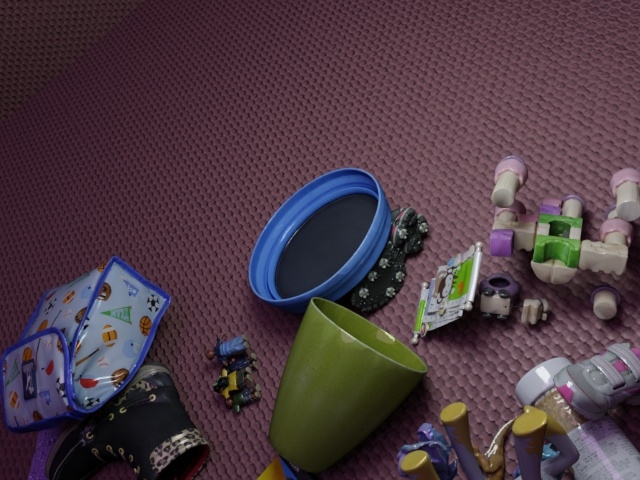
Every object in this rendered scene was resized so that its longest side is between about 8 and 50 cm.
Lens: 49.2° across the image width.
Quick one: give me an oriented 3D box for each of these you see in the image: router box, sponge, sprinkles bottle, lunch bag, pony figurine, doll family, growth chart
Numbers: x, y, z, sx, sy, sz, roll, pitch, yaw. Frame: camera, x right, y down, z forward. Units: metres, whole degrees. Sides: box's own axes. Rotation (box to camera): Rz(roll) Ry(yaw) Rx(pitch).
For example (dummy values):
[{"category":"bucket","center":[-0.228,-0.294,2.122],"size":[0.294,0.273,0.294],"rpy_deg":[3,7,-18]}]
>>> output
[{"category":"router box","center":[-0.055,0.537,1.435],"size":[0.133,0.046,0.179],"rpy_deg":[-48,51,-6]},{"category":"sponge","center":[-0.677,0.573,1.756],"size":[0.117,0.031,0.210],"rpy_deg":[-12,55,21]},{"category":"sprinkles bottle","center":[0.481,0.373,1.202],"size":[0.121,0.121,0.355],"rpy_deg":[-34,51,5]},{"category":"lunch bag","center":[-0.595,0.269,1.698],"size":[0.328,0.239,0.385],"rpy_deg":[-22,40,38]},{"category":"pony figurine","center":[0.275,0.427,1.078],"size":[0.351,0.363,0.302],"rpy_deg":[-26,20,22]},{"category":"doll family","center":[-0.211,0.310,1.650],"size":[0.111,0.076,0.193],"rpy_deg":[-25,47,18]},{"category":"growth chart","center":[0.266,0.109,1.466],"size":[0.237,0.021,0.171],"rpy_deg":[-46,27,55]}]

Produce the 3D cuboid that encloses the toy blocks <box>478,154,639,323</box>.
[{"category":"toy blocks","center":[0.487,-0.021,1.422],"size":[0.289,0.308,0.260],"rpy_deg":[8,31,19]}]

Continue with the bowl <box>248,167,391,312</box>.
[{"category":"bowl","center":[0.000,0.000,1.660],"size":[0.391,0.077,0.391],"rpy_deg":[-29,37,25]}]

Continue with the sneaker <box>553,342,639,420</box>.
[{"category":"sneaker","center":[0.502,0.227,1.198],"size":[0.103,0.252,0.111],"rpy_deg":[55,134,34]}]

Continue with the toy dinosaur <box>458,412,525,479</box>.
[{"category":"toy dinosaur","center":[0.323,0.413,1.316],"size":[0.112,0.064,0.211],"rpy_deg":[13,66,4]}]

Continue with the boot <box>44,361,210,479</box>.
[{"category":"boot","center":[-0.446,0.497,1.619],"size":[0.377,0.138,0.284],"rpy_deg":[-42,50,-9]}]

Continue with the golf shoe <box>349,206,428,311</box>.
[{"category":"golf shoe","center":[0.143,0.044,1.625],"size":[0.120,0.105,0.272],"rpy_deg":[12,64,56]}]

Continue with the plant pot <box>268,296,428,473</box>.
[{"category":"plant pot","center":[0.026,0.312,1.424],"size":[0.275,0.275,0.293],"rpy_deg":[35,97,39]}]
